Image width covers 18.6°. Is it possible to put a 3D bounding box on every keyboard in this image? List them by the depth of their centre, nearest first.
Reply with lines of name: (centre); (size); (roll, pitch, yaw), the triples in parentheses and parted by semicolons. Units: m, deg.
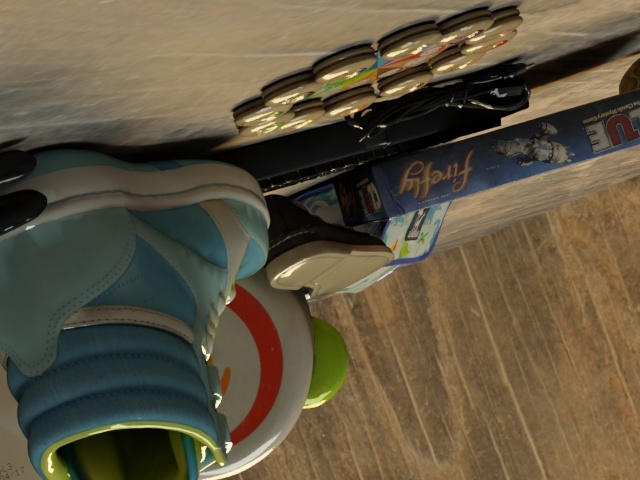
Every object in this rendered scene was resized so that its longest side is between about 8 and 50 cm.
keyboard: (0.029, -0.069, 1.375); (0.317, 0.033, 0.201); (-18, 175, -37)

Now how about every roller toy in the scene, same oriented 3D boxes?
roller toy: (-0.102, 0.089, 1.531); (0.209, 0.191, 0.146); (-33, -174, 4)

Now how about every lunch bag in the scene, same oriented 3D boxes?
lunch bag: (0.043, -0.017, 1.714); (0.151, 0.096, 0.129); (-38, 167, 22)

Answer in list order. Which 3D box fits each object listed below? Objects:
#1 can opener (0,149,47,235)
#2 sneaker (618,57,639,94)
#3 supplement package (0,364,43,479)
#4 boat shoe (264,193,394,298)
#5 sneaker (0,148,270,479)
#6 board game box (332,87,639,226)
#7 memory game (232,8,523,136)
can opener: (-0.227, -0.002, 0.973); (0.186, 0.073, 0.059); (-23, 137, -7)
sneaker: (0.328, -0.138, 1.608); (0.185, 0.070, 0.084); (-19, 170, -9)
supplement package: (-0.344, 0.179, 1.768); (0.177, 0.175, 0.293); (-19, 176, -27)
boat shoe: (0.000, 0.000, 1.494); (0.075, 0.065, 0.206); (-31, 167, 14)
sneaker: (-0.099, 0.062, 1.152); (0.127, 0.208, 0.319); (-25, 170, 23)
board game box: (0.142, -0.065, 1.489); (0.243, 0.042, 0.165); (-16, -179, -9)
memory game: (0.034, -0.098, 1.157); (0.186, 0.012, 0.186); (-20, 175, -2)
